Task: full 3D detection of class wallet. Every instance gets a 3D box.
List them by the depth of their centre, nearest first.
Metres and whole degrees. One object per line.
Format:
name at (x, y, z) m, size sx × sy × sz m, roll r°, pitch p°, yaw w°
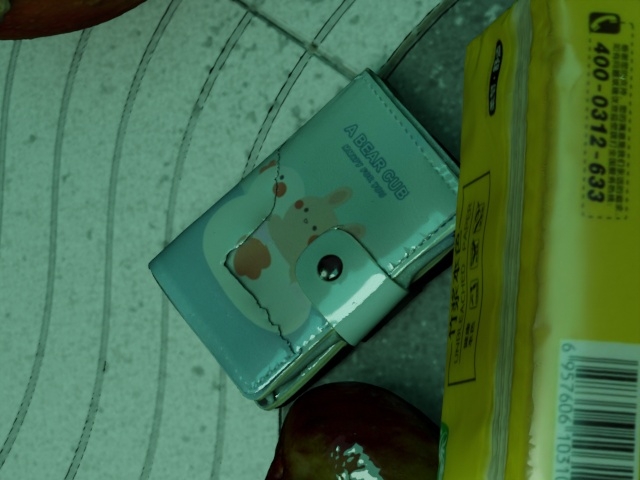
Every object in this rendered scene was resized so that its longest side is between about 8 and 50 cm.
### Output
wallet at (0.000, 0.000, 1.414) m, size 0.250 × 0.075 × 0.176 m, roll -42°, pitch 64°, yaw 6°

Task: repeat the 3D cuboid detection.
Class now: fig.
fig at (0.079, 0.222, 1.317) m, size 0.274 × 0.145 × 0.170 m, roll 27°, pitch 90°, yaw 7°

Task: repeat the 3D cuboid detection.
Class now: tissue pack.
tissue pack at (0.244, 0.034, 1.209) m, size 0.293 × 0.228 × 0.382 m, roll 6°, pitch 81°, yaw -9°

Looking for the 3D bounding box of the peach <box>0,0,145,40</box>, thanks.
peach at (-0.200, -0.341, 1.401) m, size 0.416 × 0.353 × 0.339 m, roll -41°, pitch 49°, yaw -18°
